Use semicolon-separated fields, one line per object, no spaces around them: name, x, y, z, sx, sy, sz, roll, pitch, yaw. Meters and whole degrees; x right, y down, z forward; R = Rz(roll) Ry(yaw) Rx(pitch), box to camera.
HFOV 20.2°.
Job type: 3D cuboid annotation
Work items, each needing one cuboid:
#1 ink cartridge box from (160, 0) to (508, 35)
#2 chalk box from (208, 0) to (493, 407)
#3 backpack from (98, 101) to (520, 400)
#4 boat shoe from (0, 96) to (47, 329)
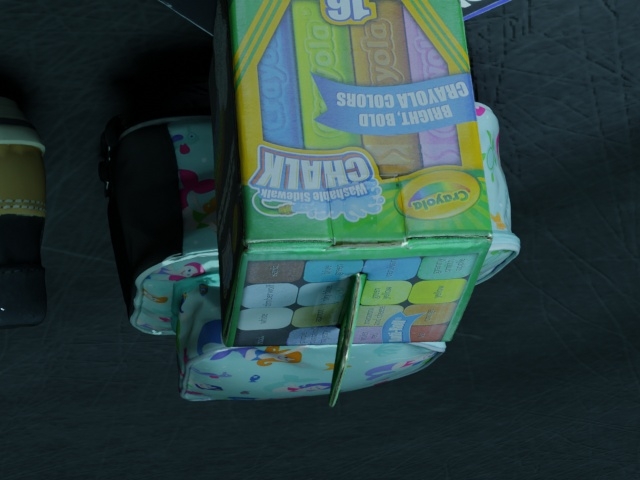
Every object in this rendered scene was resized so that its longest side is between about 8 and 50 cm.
ink cartridge box;0.041;-0.151;0.995;0.206;0.045;0.208;-22;152;29
chalk box;0.014;-0.021;0.956;0.132;0.213;0.132;-2;155;-9
backpack;0.000;0.000;1.144;0.253;0.191;0.225;-12;168;-10
boat shoe;-0.377;0.058;1.164;0.500;0.156;0.187;-20;172;25
